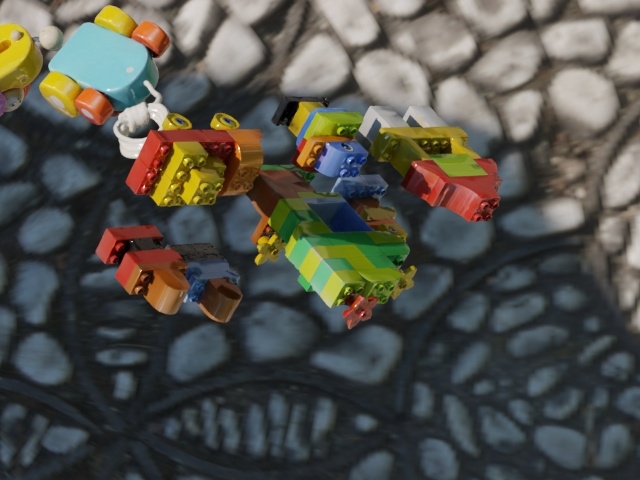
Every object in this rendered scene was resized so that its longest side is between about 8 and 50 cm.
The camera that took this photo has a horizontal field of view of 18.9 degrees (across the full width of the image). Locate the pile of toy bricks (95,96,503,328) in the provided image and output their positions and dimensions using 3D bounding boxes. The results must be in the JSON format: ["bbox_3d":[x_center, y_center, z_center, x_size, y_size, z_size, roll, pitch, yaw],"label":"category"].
[{"bbox_3d":[0.000,0.000,0.961,0.212,0.105,0.118,-4,132,-45],"label":"pile of toy bricks"}]

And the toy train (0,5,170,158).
[{"bbox_3d":[-0.148,-0.055,0.969,0.166,0.046,0.125,-11,54,11],"label":"toy train"}]
